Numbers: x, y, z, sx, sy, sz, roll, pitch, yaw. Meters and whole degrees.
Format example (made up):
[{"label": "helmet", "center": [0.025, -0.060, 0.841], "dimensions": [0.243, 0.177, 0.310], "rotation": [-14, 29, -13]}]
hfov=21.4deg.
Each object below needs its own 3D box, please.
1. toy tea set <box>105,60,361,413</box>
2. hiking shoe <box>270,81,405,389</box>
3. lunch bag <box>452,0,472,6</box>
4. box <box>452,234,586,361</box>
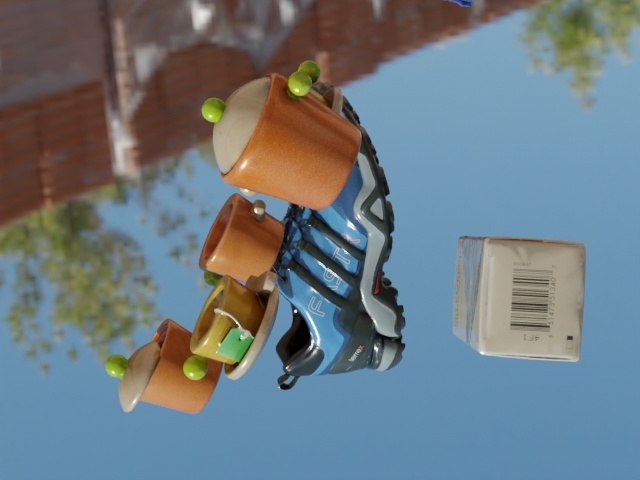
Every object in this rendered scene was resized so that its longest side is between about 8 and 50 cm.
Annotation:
[{"label": "toy tea set", "center": [-0.088, -0.004, 1.395], "dimensions": [0.124, 0.336, 0.200], "rotation": [25, -178, -14]}, {"label": "hiking shoe", "center": [0.000, 0.000, 1.650], "dimensions": [0.132, 0.304, 0.113], "rotation": [-13, -163, -12]}, {"label": "lunch bag", "center": [0.027, -0.310, 1.441], "dimensions": [0.221, 0.138, 0.293], "rotation": [38, -173, 22]}, {"label": "box", "center": [0.186, 0.051, 1.624], "dimensions": [0.094, 0.113, 0.275], "rotation": [3, 179, -1]}]
